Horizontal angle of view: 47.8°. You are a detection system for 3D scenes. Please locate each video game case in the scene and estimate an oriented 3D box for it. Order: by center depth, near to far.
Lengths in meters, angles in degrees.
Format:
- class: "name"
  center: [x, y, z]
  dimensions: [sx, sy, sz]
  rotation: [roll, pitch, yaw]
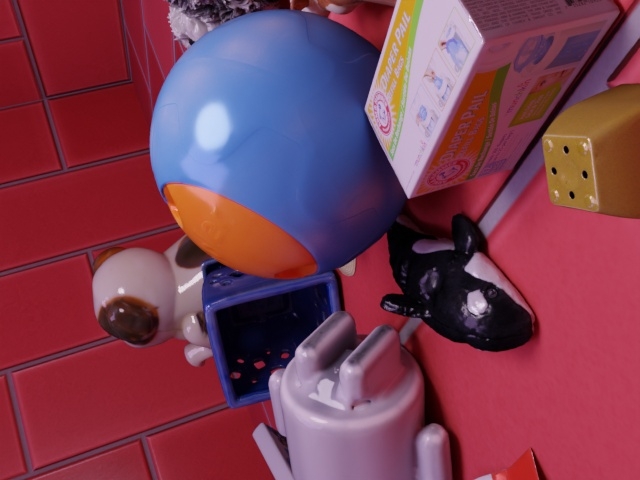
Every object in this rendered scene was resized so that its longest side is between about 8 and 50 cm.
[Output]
- class: "video game case"
  center: [0.043, 0.472, 1.236]
  dimensions: [0.300, 0.036, 0.329]
  rotation: [40, -179, -28]

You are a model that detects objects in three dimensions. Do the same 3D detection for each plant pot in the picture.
- class: "plant pot"
  center: [0.194, -0.054, 0.471]
  dimensions: [0.081, 0.083, 0.081]
  rotation: [-153, 48, -68]
- class: "plant pot"
  center: [-0.096, 0.133, 1.333]
  dimensions: [0.212, 0.235, 0.236]
  rotation: [-123, 22, -58]

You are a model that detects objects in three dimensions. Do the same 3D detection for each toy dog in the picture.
- class: "toy dog"
  center: [-0.263, 0.096, 1.504]
  dimensions: [0.395, 0.407, 0.285]
  rotation: [95, 152, -52]

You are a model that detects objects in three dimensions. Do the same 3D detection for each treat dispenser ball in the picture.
- class: "treat dispenser ball"
  center: [-0.038, -0.102, 0.787]
  dimensions: [0.288, 0.288, 0.288]
  rotation: [164, 90, -73]

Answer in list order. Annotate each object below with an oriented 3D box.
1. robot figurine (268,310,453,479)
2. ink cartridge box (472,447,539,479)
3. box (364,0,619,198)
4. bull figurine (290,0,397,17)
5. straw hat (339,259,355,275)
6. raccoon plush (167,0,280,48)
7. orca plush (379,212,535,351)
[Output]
- class: "robot figurine"
  center: [0.052, 0.278, 1.033]
  dimensions: [0.299, 0.199, 0.354]
  rotation: [18, 127, 34]
- class: "ink cartridge box"
  center: [0.200, 0.362, 0.815]
  dimensions: [0.232, 0.066, 0.189]
  rotation: [91, 173, -56]
- class: "box"
  center: [0.120, -0.137, 0.576]
  dimensions: [0.203, 0.114, 0.103]
  rotation: [105, 145, -62]
- class: "bull figurine"
  center: [0.032, -0.310, 0.717]
  dimensions: [0.310, 0.101, 0.189]
  rotation: [-139, 38, -61]
- class: "straw hat"
  center: [0.000, 0.000, 1.177]
  dimensions: [0.144, 0.061, 0.145]
  rotation: [163, 90, -73]
- class: "raccoon plush"
  center: [-0.120, -0.465, 1.056]
  dimensions: [0.299, 0.216, 0.447]
  rotation: [-160, 83, -86]
- class: "orca plush"
  center: [0.107, 0.036, 0.797]
  dimensions: [0.287, 0.102, 0.151]
  rotation: [-123, 23, -43]
